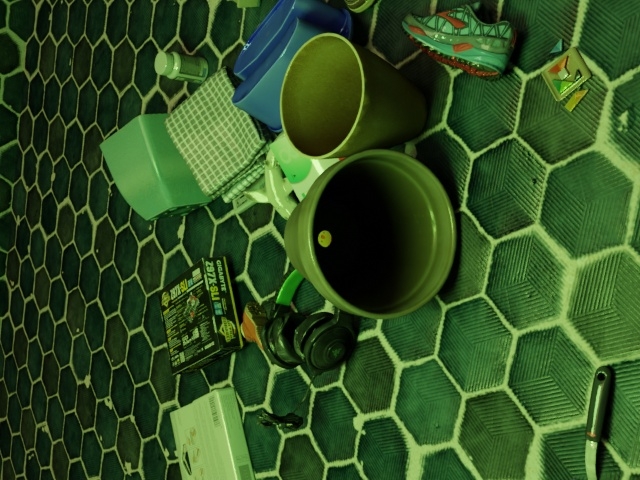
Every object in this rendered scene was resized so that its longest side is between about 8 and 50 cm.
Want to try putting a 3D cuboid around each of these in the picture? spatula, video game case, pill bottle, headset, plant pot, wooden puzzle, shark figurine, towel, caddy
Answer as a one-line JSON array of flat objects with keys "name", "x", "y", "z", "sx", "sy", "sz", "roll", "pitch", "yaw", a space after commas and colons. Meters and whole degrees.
[{"name": "spatula", "x": 0.456, "y": 0.356, "z": 1.221, "sx": 0.084, "sy": 0.030, "sz": 0.296, "roll": 11, "pitch": 97, "yaw": 46}, {"name": "video game case", "x": -0.182, "y": -0.191, "z": 1.931, "sx": 0.201, "sy": 0.023, "sz": 0.183, "roll": -29, "pitch": 69, "yaw": 45}, {"name": "pill bottle", "x": -0.397, "y": -0.495, "z": 2.083, "sx": 0.078, "sy": 0.137, "sz": 0.078, "roll": -1, "pitch": 89, "yaw": 47}, {"name": "headset", "x": -0.051, "y": 0.229, "z": 1.664, "sx": 0.243, "sy": 0.185, "sz": 0.394, "roll": -5, "pitch": 74, "yaw": 48}, {"name": "plant pot", "x": 0.090, "y": -0.272, "z": 1.463, "sx": 0.237, "sy": 0.254, "sz": 0.237, "roll": 0, "pitch": 90, "yaw": 48}, {"name": "wooden puzzle", "x": 0.427, "y": -0.289, "z": 1.272, "sx": 0.078, "sy": 0.014, "sz": 0.116, "roll": -47, "pitch": 57, "yaw": 36}, {"name": "plant pot", "x": 0.067, "y": -0.009, "z": 1.484, "sx": 0.280, "sy": 0.323, "sz": 0.323, "roll": 176, "pitch": 93, "yaw": -65}, {"name": "plant pot", "x": -0.429, "y": -0.197, "z": 2.051, "sx": 0.248, "sy": 0.247, "sz": 0.252, "roll": -21, "pitch": 83, "yaw": 46}, {"name": "shark figurine", "x": -0.088, "y": -0.183, "z": 1.779, "sx": 0.166, "sy": 0.116, "sz": 0.278, "roll": 10, "pitch": 108, "yaw": 13}, {"name": "towel", "x": -0.247, "y": -0.267, "z": 1.850, "sx": 0.235, "sy": 0.121, "sz": 0.284, "roll": -38, "pitch": 69, "yaw": 16}, {"name": "caddy", "x": -0.059, "y": -0.406, "z": 1.690, "sx": 0.341, "sy": 0.179, "sz": 0.241, "roll": -40, "pitch": 39, "yaw": 39}]

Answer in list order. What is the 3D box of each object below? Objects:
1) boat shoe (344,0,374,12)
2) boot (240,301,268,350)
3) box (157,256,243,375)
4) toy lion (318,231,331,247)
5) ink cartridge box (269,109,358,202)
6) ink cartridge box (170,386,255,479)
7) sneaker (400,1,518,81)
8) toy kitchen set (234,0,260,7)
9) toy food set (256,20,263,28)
[{"name": "boat shoe", "x": 0.043, "y": -0.673, "z": 1.614, "sx": 0.123, "sy": 0.123, "sz": 0.342, "roll": -16, "pitch": 78, "yaw": 46}, {"name": "boot", "x": -0.160, "y": 0.242, "z": 1.881, "sx": 0.158, "sy": 0.059, "sz": 0.085, "roll": 57, "pitch": 132, "yaw": 42}, {"name": "box", "x": -0.343, "y": 0.217, "z": 2.040, "sx": 0.322, "sy": 0.079, "sz": 0.257, "roll": -33, "pitch": 64, "yaw": 49}, {"name": "toy lion", "x": 0.000, "y": 0.000, "z": 1.727, "sx": 0.096, "sy": 0.034, "sz": 0.100, "roll": 33, "pitch": 114, "yaw": 35}, {"name": "ink cartridge box", "x": 0.015, "y": -0.183, "z": 1.629, "sx": 0.224, "sy": 0.056, "sz": 0.181, "roll": -24, "pitch": 98, "yaw": 40}, {"name": "ink cartridge box", "x": -0.300, "y": 0.584, "z": 2.019, "sx": 0.261, "sy": 0.066, "sz": 0.296, "roll": -32, "pitch": 66, "yaw": 43}, {"name": "sneaker", "x": 0.271, "y": -0.399, "z": 1.404, "sx": 0.262, "sy": 0.104, "sz": 0.125, "roll": 36, "pitch": 98, "yaw": 37}, {"name": "toy kitchen set", "x": -0.199, "y": -0.740, "z": 1.915, "sx": 0.166, "sy": 0.122, "sz": 0.207, "roll": 42, "pitch": 139, "yaw": 39}, {"name": "toy food set", "x": -0.142, "y": -0.532, "z": 1.892, "sx": 0.083, "sy": 0.020, "sz": 0.083, "roll": -3, "pitch": 87, "yaw": 48}]
